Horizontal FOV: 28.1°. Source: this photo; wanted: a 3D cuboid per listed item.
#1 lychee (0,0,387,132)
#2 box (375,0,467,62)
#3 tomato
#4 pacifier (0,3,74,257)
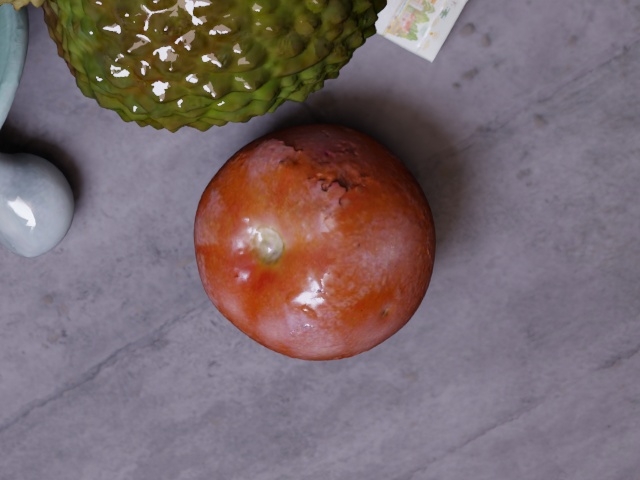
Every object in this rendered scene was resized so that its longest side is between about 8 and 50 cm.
[{"bbox_3d":[-0.106,-0.214,0.952,0.320,0.270,0.270,22,117,-30],"label":"lychee"},{"bbox_3d":[0.029,-0.254,1.081,0.220,0.032,0.122,27,113,-8],"label":"box"},{"bbox_3d":[0.000,0.000,1.122,0.208,0.184,0.208,1,93,30],"label":"tomato"},{"bbox_3d":[-0.325,-0.056,1.101,0.343,0.288,0.269,-40,134,23],"label":"pacifier"}]
